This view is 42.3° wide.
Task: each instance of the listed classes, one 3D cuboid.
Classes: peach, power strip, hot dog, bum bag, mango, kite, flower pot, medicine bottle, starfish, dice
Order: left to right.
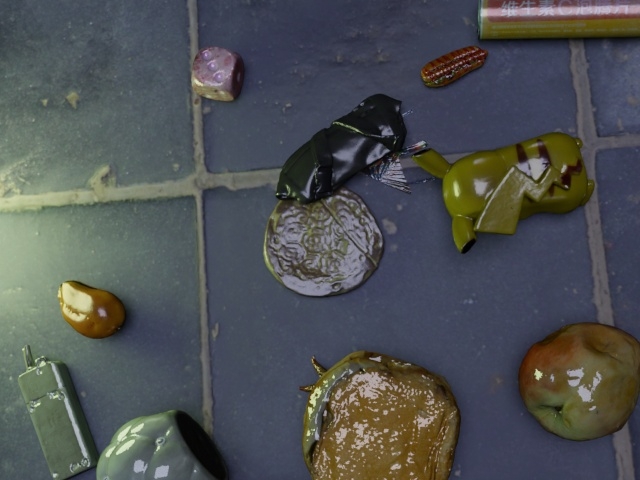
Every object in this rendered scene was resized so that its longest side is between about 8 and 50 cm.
[{"bbox_3d":[-0.546,0.344,1.696,0.093,0.053,0.288,-24,78,4],"label":"power strip"},{"bbox_3d":[-0.472,0.144,1.708,0.159,0.084,0.105,26,101,30],"label":"mango"},{"bbox_3d":[-0.299,0.444,1.557,0.195,0.246,0.246,-38,78,0],"label":"flower pot"},{"bbox_3d":[-0.216,-0.352,1.747,0.091,0.094,0.093,10,81,10],"label":"dice"},{"bbox_3d":[0.026,0.277,1.641,0.130,0.041,0.133,-41,79,-2],"label":"starfish"},{"bbox_3d":[0.044,-0.181,1.682,0.326,0.079,0.142,-37,58,-1],"label":"bum bag"},{"bbox_3d":[0.146,-0.177,1.715,0.160,0.010,0.182,-18,79,4],"label":"kite"},{"bbox_3d":[0.278,-0.363,1.714,0.144,0.038,0.062,-23,78,3],"label":"hot dog"},{"bbox_3d":[0.534,-0.452,1.666,0.426,0.108,0.108,0,81,9],"label":"medicine bottle"},{"bbox_3d":[0.491,0.252,1.517,0.236,0.214,0.214,-35,78,-17],"label":"peach"}]

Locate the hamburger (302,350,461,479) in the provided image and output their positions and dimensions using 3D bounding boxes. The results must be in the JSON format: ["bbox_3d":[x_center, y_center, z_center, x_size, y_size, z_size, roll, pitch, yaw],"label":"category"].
[{"bbox_3d":[0.109,0.358,1.545,0.319,0.158,0.318,0,83,-2],"label":"hamburger"}]

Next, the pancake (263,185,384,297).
[{"bbox_3d":[0.000,0.000,1.694,0.250,0.031,0.250,-1,80,6],"label":"pancake"}]

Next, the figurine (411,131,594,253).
[{"bbox_3d":[0.361,-0.100,1.595,0.327,0.169,0.218,-15,75,4],"label":"figurine"}]
